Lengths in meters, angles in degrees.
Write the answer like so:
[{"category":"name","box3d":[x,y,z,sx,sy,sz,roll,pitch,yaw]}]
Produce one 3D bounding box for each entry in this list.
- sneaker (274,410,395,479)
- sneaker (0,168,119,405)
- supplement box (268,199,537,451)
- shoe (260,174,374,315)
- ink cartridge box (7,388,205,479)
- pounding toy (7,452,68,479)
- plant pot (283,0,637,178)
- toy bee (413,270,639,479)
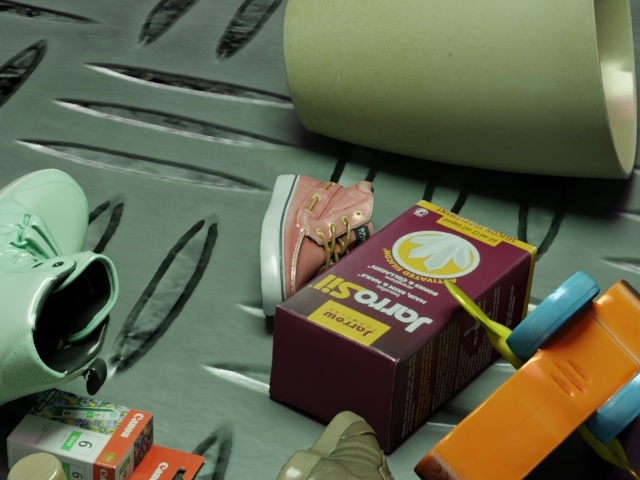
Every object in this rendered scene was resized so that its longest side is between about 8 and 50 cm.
[{"category":"sneaker","box3d":[0.016,0.157,1.053,0.071,0.066,0.188,32,12,9]},{"category":"sneaker","box3d":[-0.178,0.027,1.181,0.151,0.094,0.256,-19,31,30]},{"category":"supplement box","box3d":[0.061,0.056,1.226,0.104,0.080,0.188,24,37,27]},{"category":"shoe","box3d":[0.000,0.000,1.324,0.081,0.063,0.178,1,28,5]},{"category":"ink cartridge box","box3d":[-0.139,0.136,1.125,0.115,0.029,0.063,12,33,14]},{"category":"pounding toy","box3d":[-0.254,0.140,1.007,0.206,0.094,0.181,-12,33,-3]},{"category":"plant pot","box3d":[0.117,-0.167,1.475,0.274,0.256,0.256,-5,29,18]},{"category":"toy bee","box3d":[0.184,0.092,1.148,0.298,0.162,0.195,-20,74,-12]}]
